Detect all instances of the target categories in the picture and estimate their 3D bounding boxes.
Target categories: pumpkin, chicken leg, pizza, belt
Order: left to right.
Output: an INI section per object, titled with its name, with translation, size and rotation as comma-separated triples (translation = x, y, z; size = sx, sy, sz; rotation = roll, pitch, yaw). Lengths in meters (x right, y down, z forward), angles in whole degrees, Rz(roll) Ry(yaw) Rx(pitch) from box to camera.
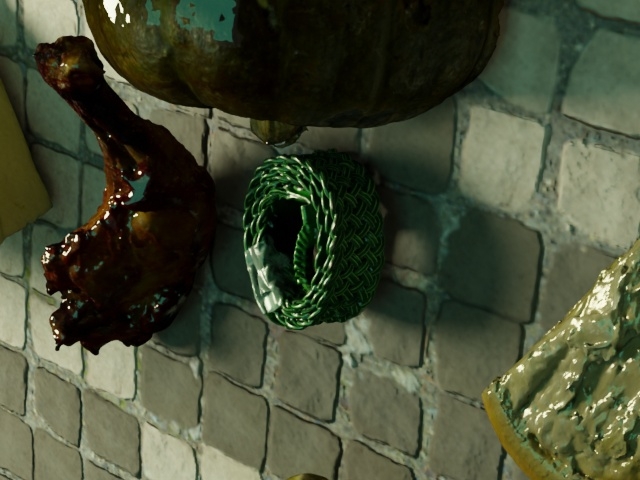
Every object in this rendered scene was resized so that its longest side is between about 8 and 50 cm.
[chicken leg]
translation = -0.170, -0.035, 1.182
size = 0.407, 0.158, 0.096
rotation = 98, 156, -53
[pumpkin]
translation = -0.057, -0.167, 1.006
size = 0.325, 0.232, 0.242
rotation = 16, 119, 39
[belt]
translation = 0.000, 0.000, 1.123
size = 0.121, 0.079, 0.151
rotation = 10, 101, 48
[pizza]
translation = 0.229, 0.106, 0.995
size = 0.181, 0.034, 0.262
rotation = 44, 128, 20

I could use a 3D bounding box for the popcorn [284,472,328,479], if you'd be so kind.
[popcorn]
translation = -0.005, 0.326, 1.170
size = 0.237, 0.206, 0.251
rotation = -25, 78, 57

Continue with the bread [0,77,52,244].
[bread]
translation = -0.484, -0.149, 1.372
size = 0.345, 0.242, 0.405
rotation = -13, 100, 36
